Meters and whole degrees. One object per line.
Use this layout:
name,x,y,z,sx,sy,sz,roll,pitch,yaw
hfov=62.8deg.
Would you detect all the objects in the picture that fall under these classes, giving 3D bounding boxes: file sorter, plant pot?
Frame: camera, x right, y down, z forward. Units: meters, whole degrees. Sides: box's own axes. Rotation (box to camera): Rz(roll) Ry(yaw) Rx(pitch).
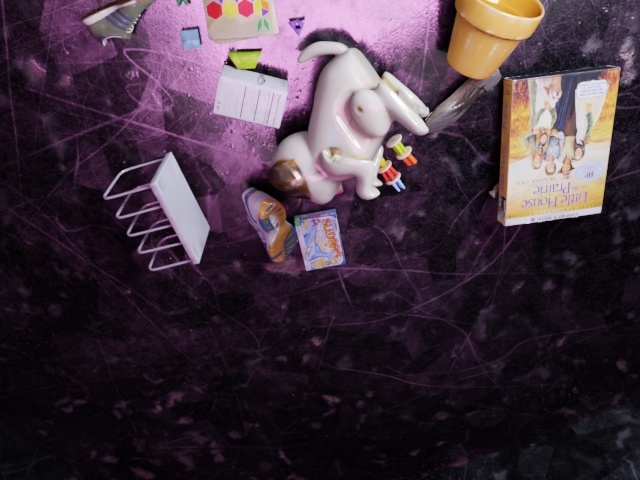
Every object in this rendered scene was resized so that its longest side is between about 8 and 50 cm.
file sorter,-0.472,-0.076,1.540,0.172,0.193,0.278,-15,123,10
plant pot,0.408,-0.515,1.297,0.204,0.205,0.188,10,139,-9

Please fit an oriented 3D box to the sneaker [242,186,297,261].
sneaker,-0.159,-0.054,1.633,0.111,0.131,0.297,-37,147,-20

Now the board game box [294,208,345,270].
board game box,0.000,0.000,1.704,0.136,0.035,0.201,-10,124,4

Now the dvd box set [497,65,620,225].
dvd box set,0.666,-0.261,1.492,0.307,0.062,0.421,-7,114,-4

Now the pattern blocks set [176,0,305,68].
pattern blocks set,-0.199,-0.577,1.313,0.324,0.026,0.286,3,123,-5

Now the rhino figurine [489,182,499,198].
rhino figurine,0.642,-0.143,1.618,0.243,0.073,0.106,23,123,-18

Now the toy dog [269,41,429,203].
toy dog,0.035,-0.267,1.387,0.395,0.285,0.408,35,117,-16

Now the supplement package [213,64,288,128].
supplement package,-0.183,-0.383,1.397,0.179,0.105,0.105,11,122,-10

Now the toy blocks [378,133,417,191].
toy blocks,0.229,-0.224,1.554,0.123,0.054,0.148,-34,119,19

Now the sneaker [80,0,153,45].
sneaker,-0.487,-0.547,1.304,0.192,0.064,0.086,-17,130,9

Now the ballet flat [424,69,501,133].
ballet flat,0.383,-0.392,1.454,0.249,0.058,0.084,-40,152,27
